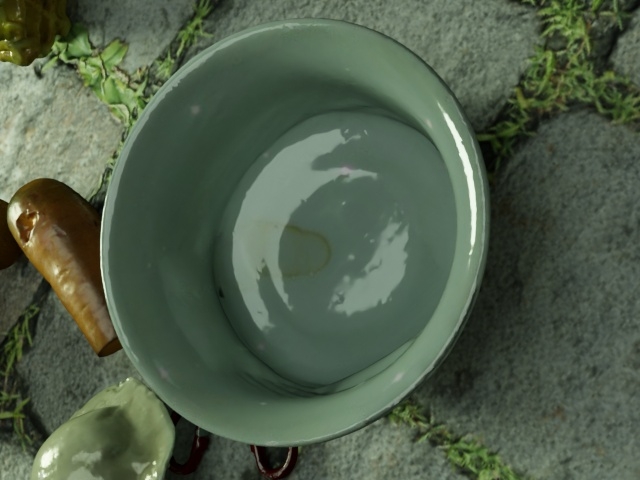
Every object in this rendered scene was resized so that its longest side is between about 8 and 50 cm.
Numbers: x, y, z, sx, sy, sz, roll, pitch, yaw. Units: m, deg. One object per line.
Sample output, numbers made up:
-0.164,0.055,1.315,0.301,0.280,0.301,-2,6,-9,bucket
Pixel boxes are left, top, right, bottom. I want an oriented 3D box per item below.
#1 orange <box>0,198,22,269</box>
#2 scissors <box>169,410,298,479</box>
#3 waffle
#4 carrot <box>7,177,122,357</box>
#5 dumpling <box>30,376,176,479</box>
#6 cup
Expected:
-0.344,-0.008,1.340,0.085,0.085,0.085,-5,80,27,orange
-0.082,0.098,1.219,0.144,0.017,0.248,-2,80,27,scissors
-0.306,-0.279,1.316,0.055,0.160,0.211,-5,83,12,waffle
-0.235,0.021,1.276,0.087,0.087,0.193,-46,69,15,carrot
-0.191,0.223,1.199,0.155,0.111,0.181,-28,78,35,dumpling
0.000,0.000,1.100,0.347,0.163,0.347,-4,81,24,cup
